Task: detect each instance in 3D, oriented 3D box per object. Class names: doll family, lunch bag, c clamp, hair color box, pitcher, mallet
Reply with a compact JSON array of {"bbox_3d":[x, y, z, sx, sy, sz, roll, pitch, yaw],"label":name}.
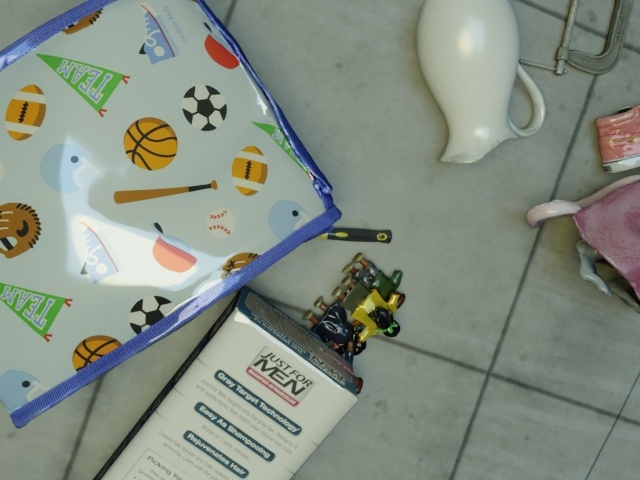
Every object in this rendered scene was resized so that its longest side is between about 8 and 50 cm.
[{"bbox_3d":[0.044,0.115,0.810,0.111,0.076,0.193,42,92,-12],"label":"doll family"},{"bbox_3d":[-0.214,-0.054,0.680,0.385,0.239,0.328,-34,94,2],"label":"lunch bag"},{"bbox_3d":[0.361,-0.297,0.851,0.137,0.022,0.161,18,91,-8],"label":"c clamp"},{"bbox_3d":[-0.130,0.245,0.742,0.174,0.105,0.347,38,99,-7],"label":"hair color box"},{"bbox_3d":[0.213,-0.219,0.797,0.178,0.125,0.207,-20,107,-27],"label":"pitcher"},{"bbox_3d":[0.000,0.000,0.814,0.189,0.039,0.062,10,93,-12],"label":"mallet"}]

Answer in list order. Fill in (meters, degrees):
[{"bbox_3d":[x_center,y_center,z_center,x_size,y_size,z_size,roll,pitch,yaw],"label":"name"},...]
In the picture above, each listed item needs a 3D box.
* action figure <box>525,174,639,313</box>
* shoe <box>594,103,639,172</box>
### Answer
[{"bbox_3d":[0.493,-0.072,0.784,0.276,0.248,0.370,44,109,17],"label":"action figure"},{"bbox_3d":[0.468,-0.155,0.848,0.178,0.063,0.081,-16,98,4],"label":"shoe"}]
